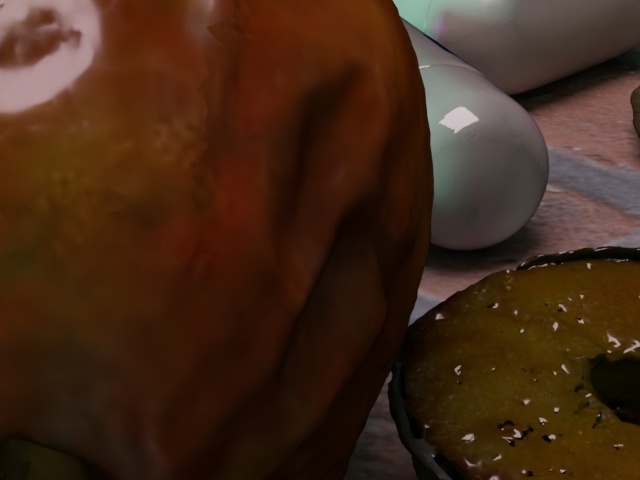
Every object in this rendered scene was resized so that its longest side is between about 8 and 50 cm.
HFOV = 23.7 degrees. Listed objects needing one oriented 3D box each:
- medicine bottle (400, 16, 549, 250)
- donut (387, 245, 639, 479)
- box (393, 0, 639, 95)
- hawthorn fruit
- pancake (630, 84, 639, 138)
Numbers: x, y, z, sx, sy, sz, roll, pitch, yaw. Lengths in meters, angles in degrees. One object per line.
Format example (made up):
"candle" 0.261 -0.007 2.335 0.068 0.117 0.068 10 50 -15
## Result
"medicine bottle" 0.077 -0.096 1.245 0.130 0.130 0.341 -12 24 -11
"donut" 0.171 0.111 0.796 0.272 0.107 0.272 -6 29 3
"box" 0.158 -0.253 1.565 0.288 0.141 0.349 -21 27 -32
"hawthorn fruit" -0.147 -0.006 0.784 0.471 0.472 0.472 -6 24 3
"pancake" 0.405 -0.111 1.293 0.294 0.050 0.294 -8 25 4
